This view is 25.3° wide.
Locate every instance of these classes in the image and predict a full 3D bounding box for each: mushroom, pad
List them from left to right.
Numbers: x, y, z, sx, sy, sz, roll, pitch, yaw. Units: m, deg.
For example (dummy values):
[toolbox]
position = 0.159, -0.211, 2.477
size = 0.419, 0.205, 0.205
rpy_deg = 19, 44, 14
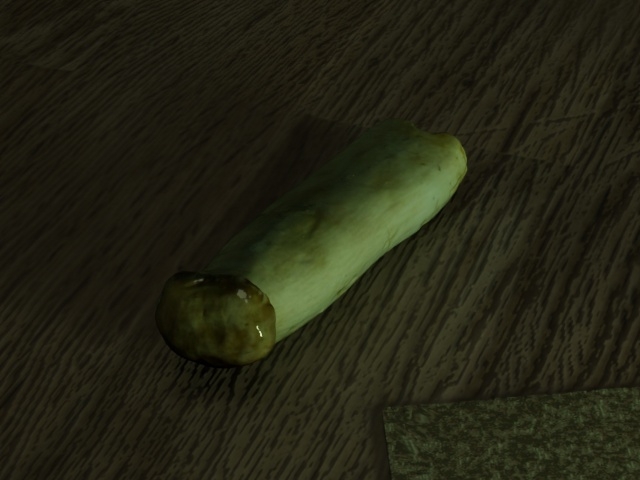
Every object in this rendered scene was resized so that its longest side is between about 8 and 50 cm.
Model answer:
[mushroom]
position = 0.000, 0.000, 1.089
size = 0.100, 0.081, 0.312
rpy_deg = 24, 42, 28
[pad]
position = 0.163, 0.154, 0.928
size = 0.235, 0.003, 0.158
rpy_deg = -5, 38, 0
